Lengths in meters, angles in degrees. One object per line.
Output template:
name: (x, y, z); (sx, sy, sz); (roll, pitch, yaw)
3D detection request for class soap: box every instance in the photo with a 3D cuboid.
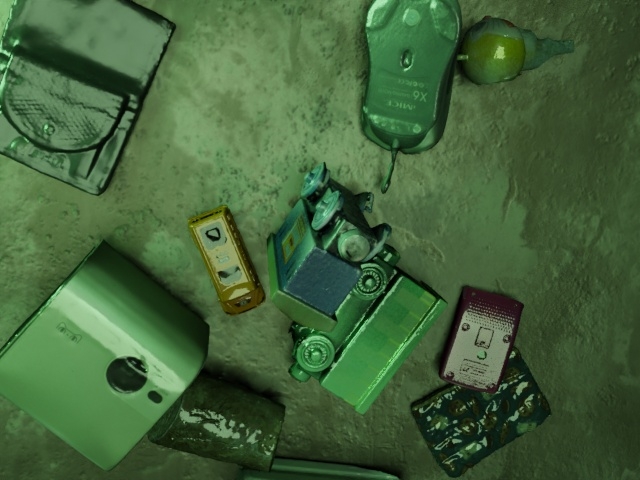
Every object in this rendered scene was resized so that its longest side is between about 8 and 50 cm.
soap: (0.014, 0.506, 1.259); (0.346, 0.208, 0.115); (8, 102, -10)

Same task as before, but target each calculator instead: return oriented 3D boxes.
calculator: (0.308, 0.194, 1.307); (0.126, 0.034, 0.191); (15, 92, -4)

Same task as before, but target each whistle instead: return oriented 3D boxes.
whistle: (0.332, -0.334, 1.177); (0.222, 0.123, 0.123); (-11, 103, -13)

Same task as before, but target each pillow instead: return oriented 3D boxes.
pillow: (0.322, 0.344, 1.360); (0.255, 0.034, 0.189); (-31, 106, -2)

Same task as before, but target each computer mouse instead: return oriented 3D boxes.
computer mouse: (0.150, -0.263, 1.172); (0.167, 0.090, 0.380); (20, 114, 23)

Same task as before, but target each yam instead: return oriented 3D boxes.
yam: (-0.180, 0.324, 1.228); (0.254, 0.154, 0.154); (21, 98, -9)

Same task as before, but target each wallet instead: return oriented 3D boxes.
wallet: (-0.414, -0.264, 1.124); (0.247, 0.041, 0.323); (23, 92, -13)

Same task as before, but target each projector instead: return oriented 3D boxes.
projector: (-0.354, 0.178, 1.116); (0.249, 0.248, 0.249); (42, 94, -14)

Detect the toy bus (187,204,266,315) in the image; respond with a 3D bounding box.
toy bus: (-0.163, 0.043, 1.197); (0.083, 0.088, 0.195); (-23, 104, -4)

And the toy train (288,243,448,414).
toy train: (0.076, 0.158, 1.240); (0.202, 0.120, 0.301); (35, 96, -15)

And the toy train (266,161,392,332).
toy train: (0.000, 0.000, 1.110); (0.131, 0.300, 0.202); (32, 104, -15)
